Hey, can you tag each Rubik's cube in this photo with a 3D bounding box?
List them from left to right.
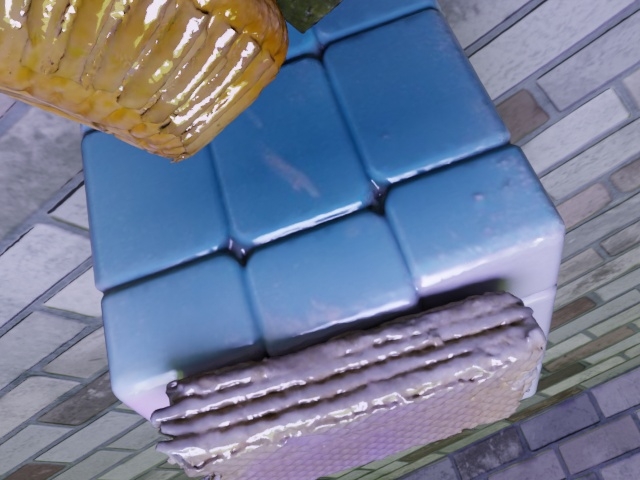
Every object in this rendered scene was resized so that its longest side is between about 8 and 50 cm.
[{"bbox_3d":[0.000,0.000,0.643,0.316,0.322,0.319,-18,148,2],"label":"Rubik's cube"}]

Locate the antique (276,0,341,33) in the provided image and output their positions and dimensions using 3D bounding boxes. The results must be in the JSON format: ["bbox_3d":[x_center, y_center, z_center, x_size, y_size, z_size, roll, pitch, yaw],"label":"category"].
[{"bbox_3d":[-0.060,-0.238,0.465,0.080,0.081,0.221,-35,145,24],"label":"antique"}]

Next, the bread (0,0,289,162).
[{"bbox_3d":[-0.138,-0.139,0.443,0.240,0.240,0.139,20,88,-46],"label":"bread"}]

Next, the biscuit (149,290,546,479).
[{"bbox_3d":[0.021,0.101,0.449,0.239,0.062,0.108,-16,146,-7],"label":"biscuit"}]
